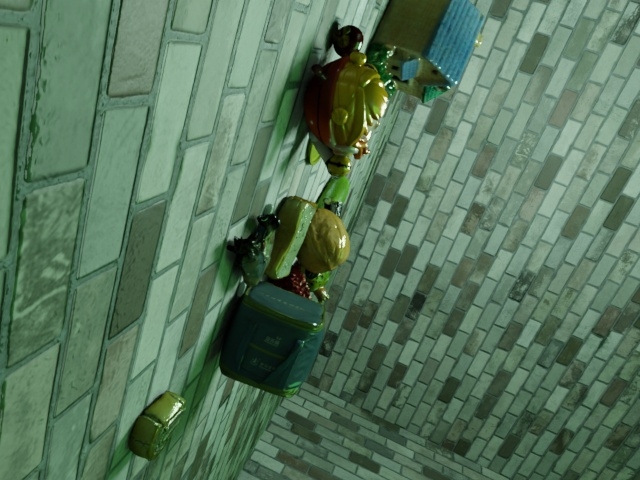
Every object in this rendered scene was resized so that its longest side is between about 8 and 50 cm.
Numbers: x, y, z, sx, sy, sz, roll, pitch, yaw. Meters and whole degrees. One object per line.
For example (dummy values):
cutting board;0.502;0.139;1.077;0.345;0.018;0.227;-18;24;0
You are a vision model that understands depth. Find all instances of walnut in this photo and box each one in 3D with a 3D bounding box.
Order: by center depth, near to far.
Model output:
walnut;0.000;0.000;1.728;0.193;0.225;0.193;-23;156;-11

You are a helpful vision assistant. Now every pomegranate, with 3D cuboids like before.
pomegranate;-0.030;0.157;2.088;0.159;0.205;0.159;-30;172;-5

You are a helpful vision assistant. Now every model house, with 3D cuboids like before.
model house;0.379;-0.668;1.886;0.382;0.343;0.334;77;36;-77

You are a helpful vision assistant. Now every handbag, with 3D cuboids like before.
handbag;-0.134;0.278;1.469;0.222;0.263;0.241;-60;170;-77

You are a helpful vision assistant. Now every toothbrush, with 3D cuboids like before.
toothbrush;-0.174;0.028;1.380;0.025;0.019;0.275;-55;167;-73

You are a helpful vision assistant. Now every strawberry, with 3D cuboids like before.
strawberry;-0.112;0.175;1.682;0.286;0.106;0.188;-139;-123;-67

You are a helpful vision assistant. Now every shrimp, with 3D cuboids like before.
shrimp;-0.145;0.011;1.274;0.289;0.075;0.178;80;30;-65

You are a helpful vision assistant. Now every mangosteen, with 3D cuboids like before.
mangosteen;0.066;-0.496;1.285;0.081;0.081;0.081;23;90;-82

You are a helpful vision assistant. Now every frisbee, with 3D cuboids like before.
frisbee;0.013;-0.340;1.570;0.236;0.017;0.236;24;90;-82

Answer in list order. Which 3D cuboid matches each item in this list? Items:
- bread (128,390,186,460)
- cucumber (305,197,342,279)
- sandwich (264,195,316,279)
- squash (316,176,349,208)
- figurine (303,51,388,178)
bread;-0.348;0.400;1.129;0.156;0.064;0.117;-50;163;-60
cucumber;0.013;-0.002;1.862;0.072;0.081;0.303;11;93;-58
sandwich;-0.095;-0.010;1.555;0.226;0.087;0.251;0;113;-80
squash;0.022;-0.114;1.982;0.378;0.101;0.101;-59;169;-33
figurine;0.055;-0.321;1.289;0.323;0.196;0.320;105;0;-74
